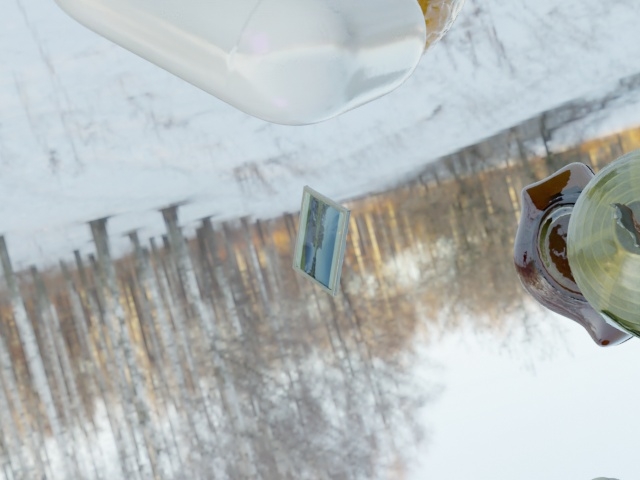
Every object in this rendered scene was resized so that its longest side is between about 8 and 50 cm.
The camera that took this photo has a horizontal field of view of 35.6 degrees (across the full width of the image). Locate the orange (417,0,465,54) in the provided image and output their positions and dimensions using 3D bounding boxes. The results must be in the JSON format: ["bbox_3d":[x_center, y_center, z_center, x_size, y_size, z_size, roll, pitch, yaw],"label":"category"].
[{"bbox_3d":[0.075,-0.445,1.594,0.341,0.293,0.340,3,156,2],"label":"orange"}]

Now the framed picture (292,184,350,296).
[{"bbox_3d":[0.000,0.000,1.570,0.011,0.149,0.109,-11,-150,-38],"label":"framed picture"}]

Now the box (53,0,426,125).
[{"bbox_3d":[-0.081,-0.240,0.990,0.349,0.141,0.289,29,-153,17],"label":"box"}]

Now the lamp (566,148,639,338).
[{"bbox_3d":[0.412,-0.003,1.198,0.250,0.250,0.284,-15,161,31],"label":"lamp"}]

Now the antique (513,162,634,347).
[{"bbox_3d":[0.400,0.019,1.481,0.223,0.278,0.129,-24,164,23],"label":"antique"}]

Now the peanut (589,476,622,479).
[{"bbox_3d":[0.445,0.444,1.543,0.152,0.152,0.313,-15,162,19],"label":"peanut"}]
